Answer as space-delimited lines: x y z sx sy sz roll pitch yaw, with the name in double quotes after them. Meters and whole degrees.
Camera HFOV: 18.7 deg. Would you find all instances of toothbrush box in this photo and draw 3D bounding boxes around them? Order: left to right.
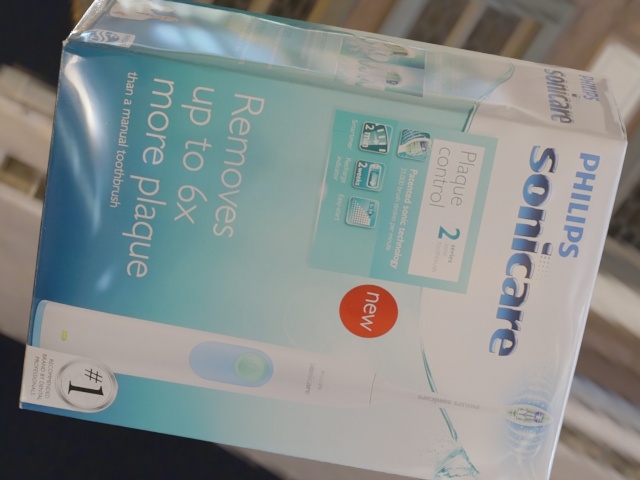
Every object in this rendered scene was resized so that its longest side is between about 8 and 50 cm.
0.000 0.000 1.069 0.296 0.216 0.126 11 -158 -1 "toothbrush box"
